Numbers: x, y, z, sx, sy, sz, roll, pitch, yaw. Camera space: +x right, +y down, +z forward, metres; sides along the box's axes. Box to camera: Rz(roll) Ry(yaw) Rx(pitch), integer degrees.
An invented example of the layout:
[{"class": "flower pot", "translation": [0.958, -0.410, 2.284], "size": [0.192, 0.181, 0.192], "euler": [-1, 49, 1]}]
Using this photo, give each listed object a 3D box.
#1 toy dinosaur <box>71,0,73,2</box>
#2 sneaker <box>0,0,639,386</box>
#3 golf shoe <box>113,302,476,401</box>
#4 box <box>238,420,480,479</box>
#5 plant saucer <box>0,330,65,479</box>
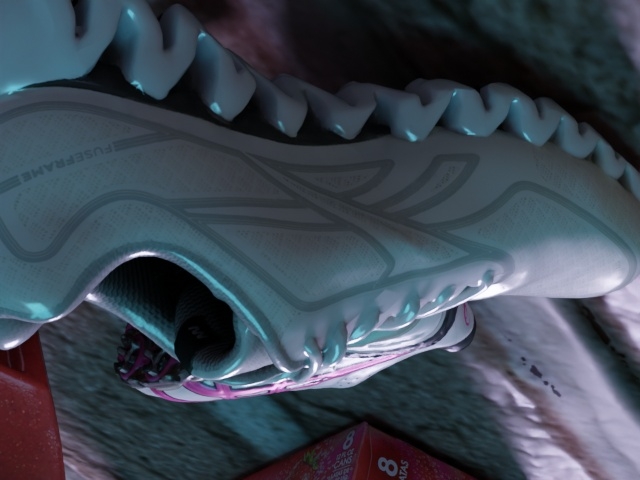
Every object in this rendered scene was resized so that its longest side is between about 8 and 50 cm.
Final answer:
[{"class": "toy dinosaur", "translation": [-0.187, -0.154, 0.509], "size": [0.118, 0.064, 0.268], "euler": [-30, 125, 26]}, {"class": "sneaker", "translation": [0.000, 0.000, 0.571], "size": [0.292, 0.118, 0.110], "euler": [9, 152, -29]}, {"class": "golf shoe", "translation": [-0.017, 0.047, 0.733], "size": [0.186, 0.067, 0.086], "euler": [-16, 138, 39]}, {"class": "box", "translation": [-0.007, 0.213, 0.927], "size": [0.128, 0.123, 0.257], "euler": [29, 144, -21]}, {"class": "plant saucer", "translation": [-0.222, 0.011, 0.675], "size": [0.259, 0.048, 0.258], "euler": [26, -175, -17]}]
